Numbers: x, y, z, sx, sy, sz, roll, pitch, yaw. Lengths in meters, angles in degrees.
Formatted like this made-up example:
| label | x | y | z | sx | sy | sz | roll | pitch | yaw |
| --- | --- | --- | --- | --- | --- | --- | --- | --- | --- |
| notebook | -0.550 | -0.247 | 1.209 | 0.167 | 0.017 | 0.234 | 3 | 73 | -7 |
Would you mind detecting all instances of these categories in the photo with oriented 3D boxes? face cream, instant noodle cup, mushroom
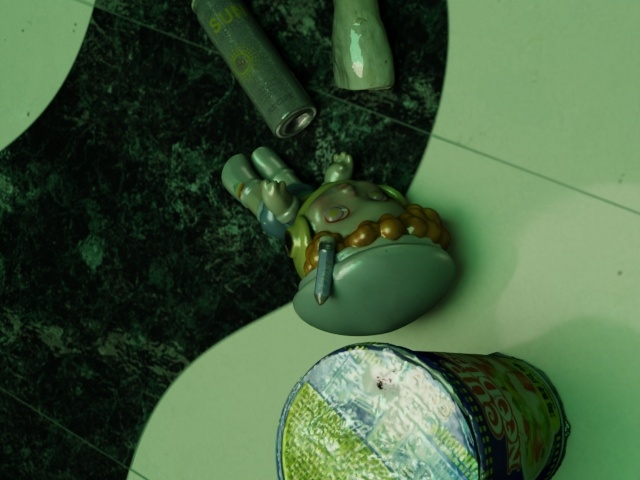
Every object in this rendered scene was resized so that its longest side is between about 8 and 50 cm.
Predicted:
| label | x | y | z | sx | sy | sz | roll | pitch | yaw |
| --- | --- | --- | --- | --- | --- | --- | --- | --- | --- |
| face cream | -0.106 | -0.275 | 1.971 | 0.073 | 0.073 | 0.283 | -44 | 67 | 26 |
| instant noodle cup | 0.147 | 0.248 | 1.655 | 0.284 | 0.312 | 0.284 | 1 | 92 | 35 |
| mushroom | 0.045 | -0.312 | 1.864 | 0.081 | 0.092 | 0.223 | -11 | 86 | -10 |

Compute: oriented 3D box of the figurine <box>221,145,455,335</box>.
| label | x | y | z | sx | sy | sz | roll | pitch | yaw |
| --- | --- | --- | --- | --- | --- | --- | --- | --- | --- |
| figurine | 0.024 | -0.008 | 1.856 | 0.382 | 0.224 | 0.205 | -129 | 38 | -49 |
